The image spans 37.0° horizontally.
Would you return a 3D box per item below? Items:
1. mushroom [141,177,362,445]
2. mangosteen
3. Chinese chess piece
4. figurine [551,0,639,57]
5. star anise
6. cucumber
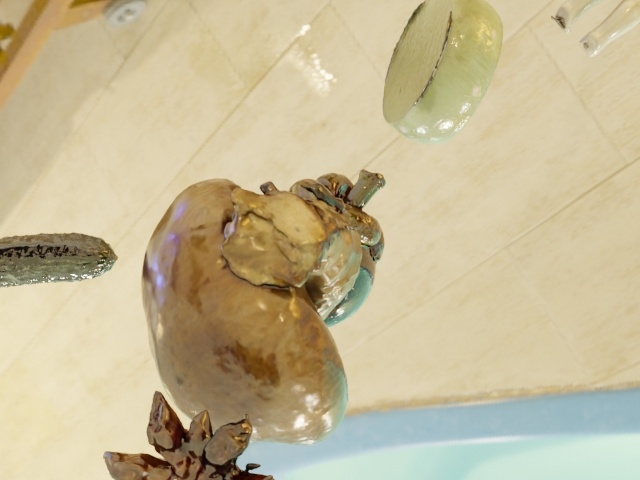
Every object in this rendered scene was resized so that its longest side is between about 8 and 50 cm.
[{"bbox_3d":[-0.071,0.065,0.930,0.263,0.195,0.283,56,136,39],"label":"mushroom"},{"bbox_3d":[0.000,0.000,1.319,0.250,0.211,0.211,-47,74,14],"label":"mangosteen"},{"bbox_3d":[0.146,-0.209,1.161,0.083,0.188,0.188,20,133,-18],"label":"Chinese chess piece"},{"bbox_3d":[0.146,-0.120,0.392,0.109,0.047,0.064,-41,71,7],"label":"figurine"},{"bbox_3d":[-0.102,0.201,0.775,0.168,0.057,0.168,2,96,23],"label":"star anise"},{"bbox_3d":[-0.350,0.024,1.133,0.245,0.067,0.067,-7,106,10],"label":"cucumber"}]
